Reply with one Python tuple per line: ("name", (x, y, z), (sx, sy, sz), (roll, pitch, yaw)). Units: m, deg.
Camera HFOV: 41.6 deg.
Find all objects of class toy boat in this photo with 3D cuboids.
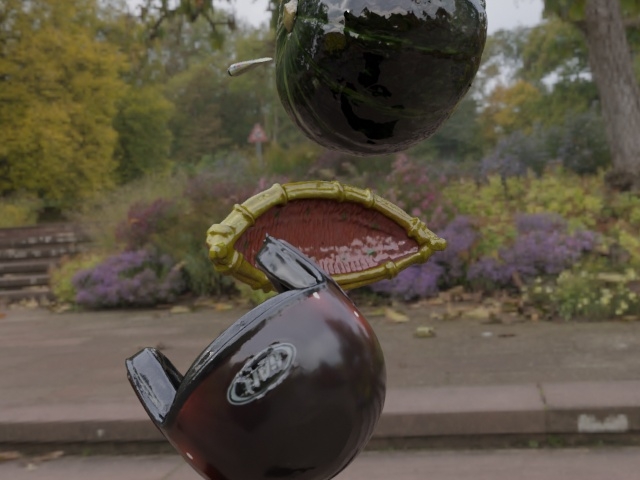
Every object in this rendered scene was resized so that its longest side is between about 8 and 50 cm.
("toy boat", (-0.002, -0.001, 0.995), (0.317, 0.141, 0.099), (-1, 6, -32))

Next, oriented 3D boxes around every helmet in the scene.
("helmet", (-0.043, 0.112, 0.694), (0.189, 0.193, 0.216), (-40, -10, -8))

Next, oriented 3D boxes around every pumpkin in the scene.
("pumpkin", (0.067, -0.273, 1.110), (0.241, 0.323, 0.323), (2, -4, -26))

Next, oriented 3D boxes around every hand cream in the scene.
("hand cream", (-0.122, -0.293, 1.413), (0.035, 0.022, 0.102), (-19, 9, -37))
